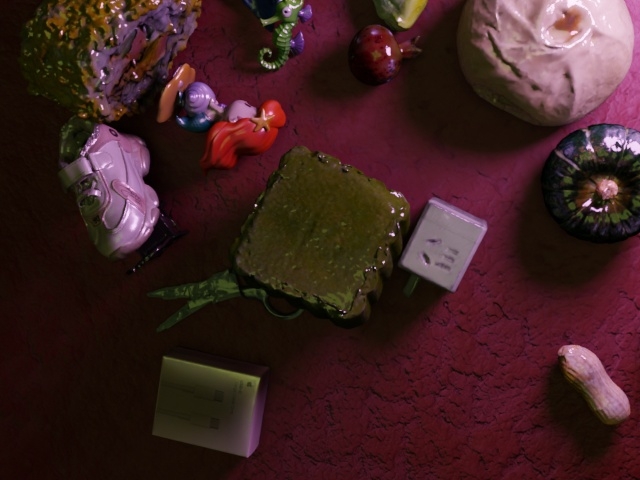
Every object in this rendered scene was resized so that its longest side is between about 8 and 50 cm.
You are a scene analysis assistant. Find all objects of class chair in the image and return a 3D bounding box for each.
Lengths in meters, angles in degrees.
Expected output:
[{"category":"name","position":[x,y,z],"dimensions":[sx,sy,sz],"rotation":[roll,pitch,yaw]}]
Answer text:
[{"category":"chair","position":[-0.400,-0.009,1.833],"dimensions":[0.106,0.229,0.113],"rotation":[-40,90,12]}]

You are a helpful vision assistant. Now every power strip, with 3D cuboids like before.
[{"category":"power strip","position":[0.256,0.034,1.751],"dimensions":[0.140,0.139,0.224],"rotation":[26,100,7]}]

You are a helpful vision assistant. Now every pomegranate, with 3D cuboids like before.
[{"category":"pomegranate","position":[0.138,-0.398,1.736],"dimensions":[0.159,0.129,0.129],"rotation":[10,98,1]}]

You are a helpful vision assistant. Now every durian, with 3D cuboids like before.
[{"category":"durian","position":[0.168,-0.577,1.717],"dimensions":[0.139,0.101,0.250],"rotation":[-5,96,12]}]

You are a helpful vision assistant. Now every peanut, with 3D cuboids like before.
[{"category":"peanut","position":[0.596,0.313,1.743],"dimensions":[0.087,0.087,0.206],"rotation":[-39,89,13]}]

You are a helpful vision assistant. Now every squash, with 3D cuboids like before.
[{"category":"squash","position":[0.584,-0.117,1.654],"dimensions":[0.252,0.165,0.252],"rotation":[2,99,13]}]

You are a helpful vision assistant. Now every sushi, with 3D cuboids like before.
[{"category":"sushi","position":[-0.456,-0.423,1.716],"dimensions":[0.240,0.396,0.351],"rotation":[31,107,3]}]

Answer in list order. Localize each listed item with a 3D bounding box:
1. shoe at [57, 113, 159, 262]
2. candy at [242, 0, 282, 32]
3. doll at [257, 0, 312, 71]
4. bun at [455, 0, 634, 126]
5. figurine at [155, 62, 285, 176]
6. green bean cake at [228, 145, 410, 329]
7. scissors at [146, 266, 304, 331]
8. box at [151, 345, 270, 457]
[{"category":"shoe","position":[-0.495,-0.119,1.782],"dimensions":[0.172,0.198,0.351],"rotation":[-35,51,23]},{"category":"candy","position":[-0.055,-0.640,1.769],"dimensions":[0.331,0.077,0.187],"rotation":[-40,86,15]},{"category":"doll","position":[-0.087,-0.462,1.783],"dimensions":[0.115,0.050,0.190],"rotation":[3,127,-18]},{"category":"bun","position":[0.460,-0.409,1.604],"dimensions":[0.364,0.202,0.364],"rotation":[0,99,-2]},{"category":"figurine","position":[-0.228,-0.262,1.808],"dimensions":[0.257,0.181,0.208],"rotation":[29,61,5]},{"category":"green bean cake","position":[0.000,0.000,1.713],"dimensions":[0.335,0.218,0.319],"rotation":[28,80,14]},{"category":"scissors","position":[-0.240,0.118,1.915],"dimensions":[0.383,0.029,0.256],"rotation":[-22,93,11]},{"category":"box","position":[-0.262,0.384,1.916],"dimensions":[0.252,0.106,0.203],"rotation":[11,97,9]}]
